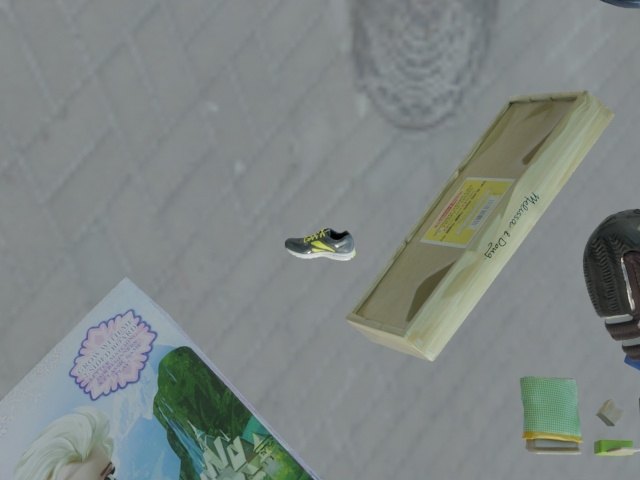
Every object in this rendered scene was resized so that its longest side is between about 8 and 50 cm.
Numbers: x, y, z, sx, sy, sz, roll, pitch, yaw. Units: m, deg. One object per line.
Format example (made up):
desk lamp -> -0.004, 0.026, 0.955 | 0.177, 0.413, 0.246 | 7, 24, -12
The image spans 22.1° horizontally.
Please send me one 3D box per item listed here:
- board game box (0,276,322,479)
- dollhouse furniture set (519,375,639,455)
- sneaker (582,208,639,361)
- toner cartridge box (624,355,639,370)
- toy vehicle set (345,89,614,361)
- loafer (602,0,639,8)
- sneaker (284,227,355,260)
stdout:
board game box -> -0.152, 0.226, 1.085 | 0.319, 0.318, 0.066 | -45, 136, -4
dollhouse furniture set -> 0.270, 0.167, 1.575 | 0.151, 0.058, 0.076 | 4, 76, -19
sneaker -> 0.302, 0.040, 1.143 | 0.281, 0.106, 0.162 | 47, 62, -24
toner cartridge box -> 0.370, -0.048, 1.400 | 0.165, 0.075, 0.348 | -32, 142, -46
toy vehicle set -> 0.136, -0.017, 1.455 | 0.035, 0.166, 0.267 | 39, 83, -15
loafer -> 0.168, -0.295, 1.184 | 0.109, 0.302, 0.095 | -18, 147, -15
sneaker -> 0.000, 0.000, 1.909 | 0.031, 0.083, 0.035 | -82, 174, -57
